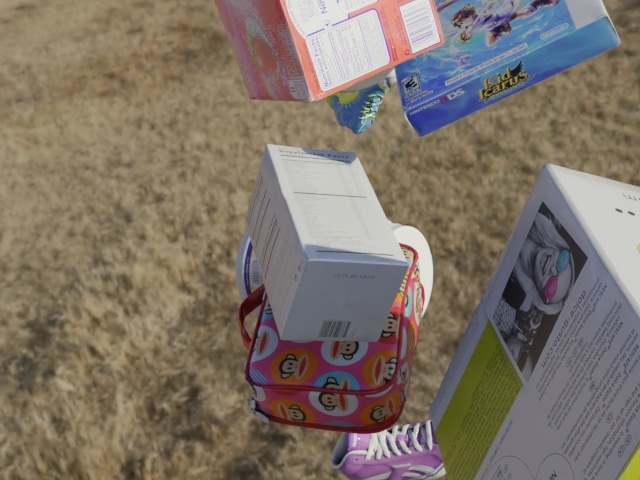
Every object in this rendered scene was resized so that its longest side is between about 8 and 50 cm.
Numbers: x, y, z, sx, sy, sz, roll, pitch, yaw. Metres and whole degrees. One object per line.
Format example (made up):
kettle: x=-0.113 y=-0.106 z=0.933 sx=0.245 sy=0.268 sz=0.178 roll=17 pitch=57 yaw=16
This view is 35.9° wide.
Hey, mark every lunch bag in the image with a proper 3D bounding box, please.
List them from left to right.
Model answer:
lunch bag: x=0.006 y=0.124 z=1.403 sx=0.258 sy=0.120 sz=0.293 roll=3 pitch=46 yaw=15

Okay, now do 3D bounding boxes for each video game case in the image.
video game case: x=0.217 y=-0.288 z=1.270 sx=0.269 sy=0.061 sz=0.244 roll=-24 pitch=47 yaw=20

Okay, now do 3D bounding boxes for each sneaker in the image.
sneaker: x=0.109 y=-0.306 z=2.162 sx=0.091 sy=0.126 sz=0.240 roll=-22 pitch=9 yaw=-35
sneaker: x=0.136 y=0.375 z=1.796 sx=0.282 sy=0.161 sz=0.102 roll=-38 pitch=36 yaw=32

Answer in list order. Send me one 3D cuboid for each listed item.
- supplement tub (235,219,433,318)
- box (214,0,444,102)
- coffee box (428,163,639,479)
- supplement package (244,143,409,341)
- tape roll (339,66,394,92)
supplement tub: x=0.027 y=0.063 z=1.936 sx=0.331 sy=0.241 sz=0.241 roll=5 pitch=30 yaw=37
box: x=-0.025 y=-0.288 z=0.883 sx=0.154 sy=0.300 sz=0.142 roll=-28 pitch=20 yaw=-22
coffee box: x=0.343 y=0.182 z=0.955 sx=0.337 sy=0.338 sz=0.334 roll=12 pitch=30 yaw=-15
supplement package: x=0.000 y=0.000 z=1.289 sx=0.139 sy=0.134 sz=0.244 roll=4 pitch=38 yaw=-21
tape roll: x=0.036 y=-0.343 z=1.528 sx=0.219 sy=0.219 sz=0.072 roll=-2 pitch=25 yaw=19
